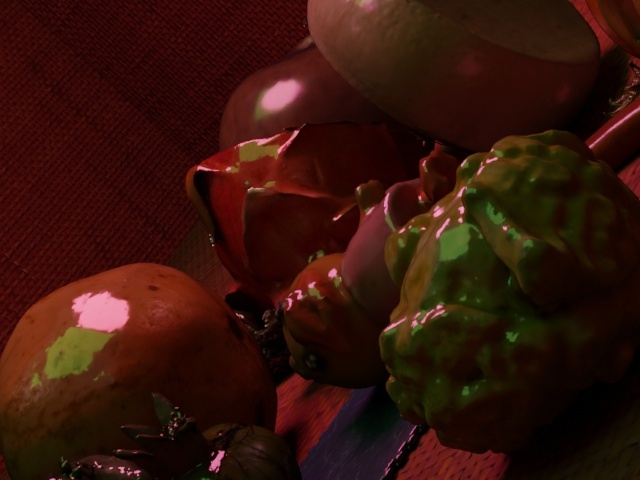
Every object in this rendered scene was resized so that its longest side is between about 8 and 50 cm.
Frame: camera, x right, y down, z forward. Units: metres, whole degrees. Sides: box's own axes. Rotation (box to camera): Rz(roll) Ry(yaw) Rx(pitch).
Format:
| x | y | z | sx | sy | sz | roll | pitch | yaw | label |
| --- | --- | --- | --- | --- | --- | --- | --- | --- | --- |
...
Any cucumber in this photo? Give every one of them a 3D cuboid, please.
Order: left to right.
| x | y | z | sx | sy | sz | roll | pitch | yaw | label |
| --- | --- | --- | --- | --- | --- | --- | --- | --- | --- |
| -0.085 | 0.152 | 2.070 | 0.359 | 0.096 | 0.096 | -35 | 15 | 44 | cucumber |

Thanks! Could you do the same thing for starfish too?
| x | y | z | sx | sy | sz | roll | pitch | yaw | label |
| --- | --- | --- | --- | --- | --- | --- | --- | --- | --- |
| 0.333 | -0.164 | 1.645 | 0.091 | 0.028 | 0.078 | -52 | 4 | -13 | starfish |

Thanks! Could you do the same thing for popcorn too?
| x | y | z | sx | sy | sz | roll | pitch | yaw | label |
| --- | --- | --- | --- | --- | --- | --- | --- | --- | --- |
| 0.145 | 0.039 | 1.161 | 0.255 | 0.195 | 0.256 | -167 | 101 | -86 | popcorn |

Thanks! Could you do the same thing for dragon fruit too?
| x | y | z | sx | sy | sz | roll | pitch | yaw | label |
| --- | --- | --- | --- | --- | --- | --- | --- | --- | --- |
| 0.000 | 0.000 | 1.833 | 0.306 | 0.225 | 0.305 | -9 | -11 | -2 | dragon fruit |

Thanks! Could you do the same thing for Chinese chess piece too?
| x | y | z | sx | sy | sz | roll | pitch | yaw | label |
| --- | --- | --- | --- | --- | --- | --- | --- | --- | --- |
| 0.152 | -0.238 | 1.794 | 0.146 | 0.349 | 0.349 | -61 | 2 | 28 | Chinese chess piece |

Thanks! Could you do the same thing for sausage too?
| x | y | z | sx | sy | sz | roll | pitch | yaw | label |
| --- | --- | --- | --- | --- | --- | --- | --- | --- | --- |
| 0.296 | -0.101 | 1.516 | 0.131 | 0.039 | 0.041 | -42 | 18 | 35 | sausage |

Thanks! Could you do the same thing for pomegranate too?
| x | y | z | sx | sy | sz | roll | pitch | yaw | label |
| --- | --- | --- | --- | --- | --- | --- | --- | --- | --- |
| -0.214 | 0.205 | 1.748 | 0.342 | 0.342 | 0.342 | -46 | 9 | 10 | pomegranate |
| -0.101 | 0.225 | 1.484 | 0.131 | 0.191 | 0.152 | -44 | 13 | 4 | pomegranate |

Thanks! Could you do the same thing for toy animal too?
| x | y | z | sx | sy | sz | roll | pitch | yaw | label |
| --- | --- | --- | --- | --- | --- | --- | --- | --- | --- |
| 0.064 | 0.047 | 1.537 | 0.281 | 0.195 | 0.169 | -40 | -28 | 21 | toy animal |

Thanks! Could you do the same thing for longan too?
| x | y | z | sx | sy | sz | roll | pitch | yaw | label |
| --- | --- | --- | --- | --- | --- | --- | --- | --- | --- |
| 0.014 | -0.142 | 2.166 | 0.319 | 0.319 | 0.319 | -46 | 9 | 10 | longan |

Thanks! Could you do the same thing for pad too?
| x | y | z | sx | sy | sz | roll | pitch | yaw | label |
| --- | --- | --- | --- | --- | --- | --- | --- | --- | --- |
| 0.071 | 0.159 | 1.544 | 0.269 | 0.012 | 0.269 | -53 | 10 | -29 | pad |

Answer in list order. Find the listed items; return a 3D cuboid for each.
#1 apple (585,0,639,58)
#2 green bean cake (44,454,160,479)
| x | y | z | sx | sy | sz | roll | pitch | yaw | label |
| --- | --- | --- | --- | --- | --- | --- | --- | --- | --- |
| 0.353 | -0.255 | 1.509 | 0.199 | 0.199 | 0.199 | -46 | 9 | 10 | apple |
| -0.224 | 0.340 | 1.515 | 0.227 | 0.125 | 0.222 | -68 | -20 | -58 | green bean cake |
